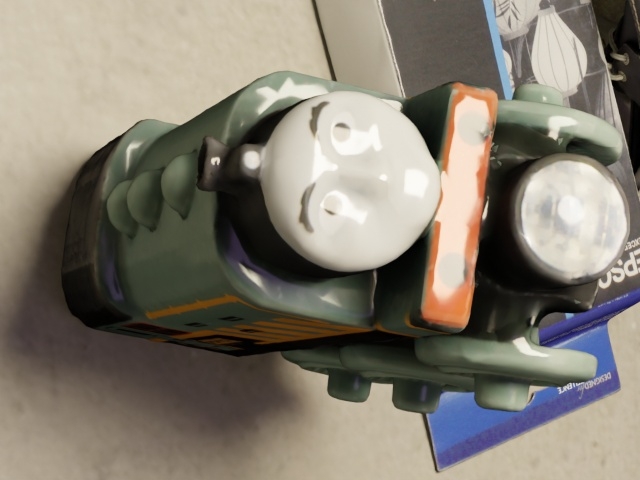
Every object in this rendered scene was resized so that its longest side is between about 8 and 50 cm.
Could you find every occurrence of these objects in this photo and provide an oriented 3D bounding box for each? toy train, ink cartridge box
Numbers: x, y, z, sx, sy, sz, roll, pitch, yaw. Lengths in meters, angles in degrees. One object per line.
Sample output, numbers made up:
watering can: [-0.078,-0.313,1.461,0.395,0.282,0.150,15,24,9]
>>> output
toy train: [0.000,0.000,0.781,0.190,0.334,0.142,10,82,-19]
ink cartridge box: [0.105,-0.044,1.008,0.165,0.065,0.332,-20,99,-35]

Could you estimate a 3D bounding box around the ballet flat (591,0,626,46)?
ballet flat: [0.205,-0.126,1.091,0.168,0.057,0.052,33,93,-27]

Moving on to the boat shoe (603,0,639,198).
boat shoe: [0.197,-0.099,1.038,0.075,0.065,0.206,-74,151,-47]
